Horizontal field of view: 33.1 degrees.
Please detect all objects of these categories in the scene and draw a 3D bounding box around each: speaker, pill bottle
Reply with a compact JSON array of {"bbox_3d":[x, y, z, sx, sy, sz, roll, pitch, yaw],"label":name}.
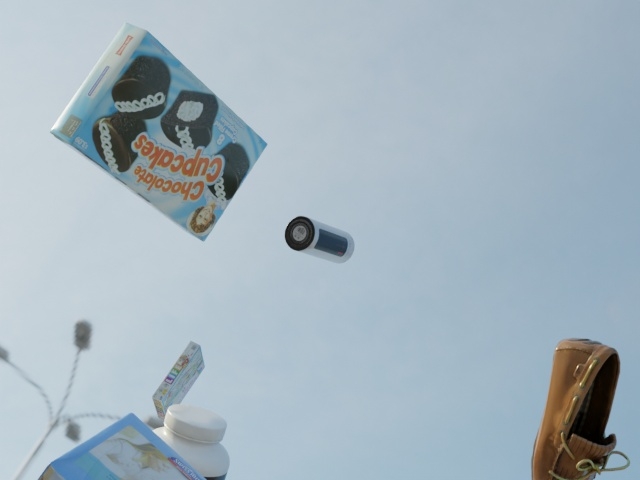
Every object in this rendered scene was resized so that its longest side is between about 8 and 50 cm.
[{"bbox_3d":[0.000,0.000,1.677,0.055,0.055,0.136,2,-9,29],"label":"speaker"},{"bbox_3d":[-0.293,0.504,2.175,0.181,0.181,0.323,19,-83,13],"label":"pill bottle"}]

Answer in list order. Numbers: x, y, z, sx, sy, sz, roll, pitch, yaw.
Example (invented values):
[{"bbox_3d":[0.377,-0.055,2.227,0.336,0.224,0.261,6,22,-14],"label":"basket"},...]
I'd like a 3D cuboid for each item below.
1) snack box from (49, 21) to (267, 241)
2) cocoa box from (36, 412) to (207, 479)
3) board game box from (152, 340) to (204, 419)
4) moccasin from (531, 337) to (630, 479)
[{"bbox_3d":[-0.223,-0.148,1.566,0.060,0.187,0.322,28,-8,37],"label":"snack box"},{"bbox_3d":[-0.245,0.453,1.480,0.347,0.231,0.228,40,-71,9],"label":"cocoa box"},{"bbox_3d":[-0.307,0.306,2.341,0.026,0.154,0.103,24,-31,16],"label":"board game box"},{"bbox_3d":[0.500,0.379,2.048,0.139,0.380,0.147,11,3,-37],"label":"moccasin"}]
